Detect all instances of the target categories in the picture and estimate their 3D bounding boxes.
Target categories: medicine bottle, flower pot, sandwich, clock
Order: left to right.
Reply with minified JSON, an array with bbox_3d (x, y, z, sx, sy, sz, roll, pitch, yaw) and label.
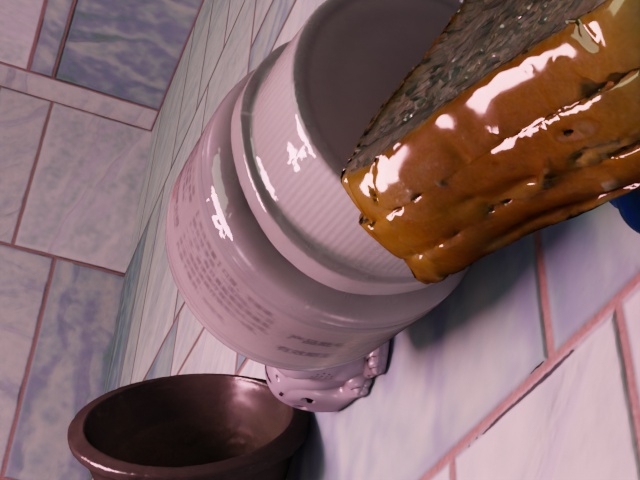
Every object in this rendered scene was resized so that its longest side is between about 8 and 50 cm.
[{"bbox_3d":[-0.139,0.268,1.209,0.269,0.269,0.166,-128,33,-71],"label":"flower pot"},{"bbox_3d":[-0.016,0.116,1.084,0.176,0.117,0.080,134,148,-61],"label":"clock"},{"bbox_3d":[0.020,-0.042,0.880,0.306,0.245,0.245,135,147,-59],"label":"medicine bottle"},{"bbox_3d":[0.148,-0.118,0.556,0.271,0.099,0.301,-50,10,-32],"label":"sandwich"}]

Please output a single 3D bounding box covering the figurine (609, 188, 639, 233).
[{"bbox_3d":[0.205,-0.065,0.575,0.149,0.086,0.087,-54,52,43],"label":"figurine"}]
